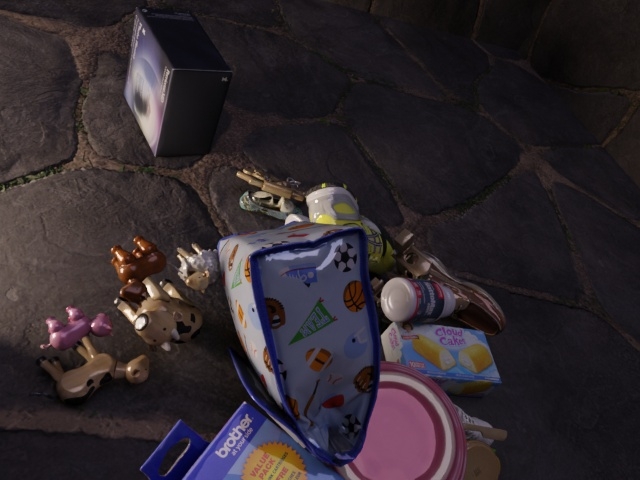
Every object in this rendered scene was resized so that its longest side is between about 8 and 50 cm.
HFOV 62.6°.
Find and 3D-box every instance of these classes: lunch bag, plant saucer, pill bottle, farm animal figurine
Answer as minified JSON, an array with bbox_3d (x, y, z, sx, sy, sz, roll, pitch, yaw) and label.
[{"bbox_3d":[-0.047,0.173,0.966,0.239,0.328,0.385,-14,100,-17],"label":"lunch bag"},{"bbox_3d":[0.135,0.395,1.054,0.332,0.084,0.332,2,58,-4],"label":"plant saucer"},{"bbox_3d":[0.246,0.148,1.299,0.180,0.108,0.108,6,45,-39],"label":"pill bottle"},{"bbox_3d":[-0.336,0.167,1.015,0.172,0.330,0.327,41,15,17],"label":"farm animal figurine"}]

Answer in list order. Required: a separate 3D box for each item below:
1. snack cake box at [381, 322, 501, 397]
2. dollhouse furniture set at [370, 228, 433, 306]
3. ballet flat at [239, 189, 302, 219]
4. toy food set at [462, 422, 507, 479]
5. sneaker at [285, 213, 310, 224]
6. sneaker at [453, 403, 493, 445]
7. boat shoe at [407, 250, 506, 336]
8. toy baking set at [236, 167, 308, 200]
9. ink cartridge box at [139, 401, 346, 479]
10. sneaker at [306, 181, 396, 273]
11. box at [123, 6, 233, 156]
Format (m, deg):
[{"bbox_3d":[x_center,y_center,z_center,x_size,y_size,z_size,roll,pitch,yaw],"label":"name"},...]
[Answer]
[{"bbox_3d":[0.296,0.295,1.310,0.265,0.089,0.152,10,46,-19],"label":"snack cake box"},{"bbox_3d":[0.203,0.091,1.343,0.161,0.182,0.101,-44,64,-10],"label":"dollhouse furniture set"},{"bbox_3d":[-0.131,-0.102,1.487,0.189,0.070,0.070,9,46,-21],"label":"ballet flat"},{"bbox_3d":[0.331,0.495,1.136,0.132,0.038,0.192,18,76,-15],"label":"toy food set"},{"bbox_3d":[0.000,0.000,1.457,0.212,0.080,0.094,49,31,20],"label":"sneaker"},{"bbox_3d":[0.301,0.415,1.175,0.232,0.115,0.090,13,45,-16],"label":"sneaker"},{"bbox_3d":[0.353,0.163,1.455,0.324,0.123,0.116,35,46,21],"label":"boat shoe"},{"bbox_3d":[-0.117,-0.166,1.527,0.256,0.030,0.196,18,18,-15],"label":"toy baking set"},{"bbox_3d":[-0.108,0.463,0.860,0.395,0.151,0.270,34,54,8],"label":"ink cartridge box"},{"bbox_3d":[0.077,0.012,1.324,0.385,0.145,0.147,39,42,-47],"label":"sneaker"},{"bbox_3d":[-0.416,-0.445,1.498,0.183,0.296,0.294,-12,55,-36],"label":"box"}]
